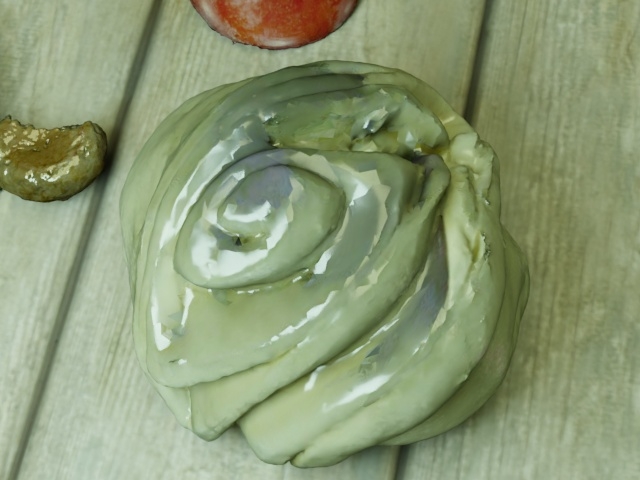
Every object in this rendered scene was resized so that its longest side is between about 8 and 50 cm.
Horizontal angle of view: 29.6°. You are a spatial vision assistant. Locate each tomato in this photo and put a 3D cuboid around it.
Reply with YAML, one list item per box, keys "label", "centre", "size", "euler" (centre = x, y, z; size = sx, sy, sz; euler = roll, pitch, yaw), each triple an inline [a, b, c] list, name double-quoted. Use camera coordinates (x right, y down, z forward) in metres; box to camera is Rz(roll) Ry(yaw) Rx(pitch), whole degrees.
- label: "tomato"
  centre: [-0.054, -0.289, 1.201]
  size: [0.173, 0.099, 0.189]
  euler: [-33, 71, -12]

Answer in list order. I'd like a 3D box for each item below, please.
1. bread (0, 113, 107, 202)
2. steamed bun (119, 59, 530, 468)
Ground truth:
- label: "bread"
  centre: [-0.259, -0.073, 1.146]
  size: [0.113, 0.060, 0.082]
  euler: [8, 68, 9]
- label: "steamed bun"
  centre: [0.000, 0.000, 0.999]
  size: [0.339, 0.247, 0.352]
  euler: [-14, 63, -4]
